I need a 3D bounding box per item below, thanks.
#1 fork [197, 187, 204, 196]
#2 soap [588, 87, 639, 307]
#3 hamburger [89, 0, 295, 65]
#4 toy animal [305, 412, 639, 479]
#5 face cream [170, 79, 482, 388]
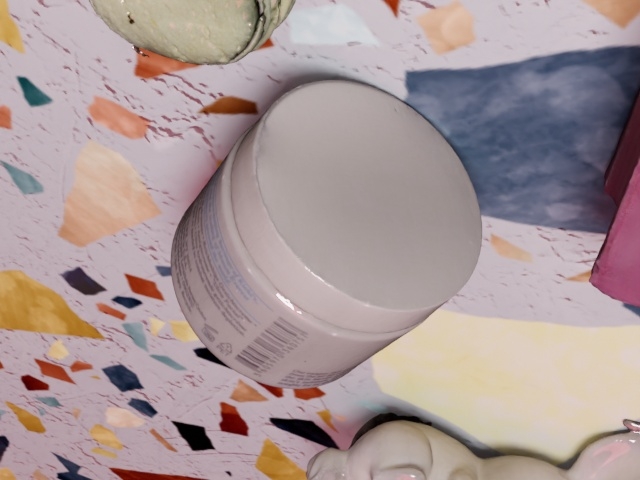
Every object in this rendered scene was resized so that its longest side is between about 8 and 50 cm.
[{"bbox_3d":[-0.102,-0.008,0.949,0.012,0.016,0.115,10,143,-2],"label":"fork"},{"bbox_3d":[0.303,-0.091,0.597,0.233,0.128,0.359,15,141,9],"label":"soap"},{"bbox_3d":[-0.084,-0.171,0.710,0.140,0.062,0.133,23,140,-1],"label":"hamburger"},{"bbox_3d":[0.157,0.251,1.048,0.325,0.154,0.208,-9,115,2],"label":"toy animal"},{"bbox_3d":[0.000,0.000,0.786,0.177,0.177,0.153,30,142,-13],"label":"face cream"}]
